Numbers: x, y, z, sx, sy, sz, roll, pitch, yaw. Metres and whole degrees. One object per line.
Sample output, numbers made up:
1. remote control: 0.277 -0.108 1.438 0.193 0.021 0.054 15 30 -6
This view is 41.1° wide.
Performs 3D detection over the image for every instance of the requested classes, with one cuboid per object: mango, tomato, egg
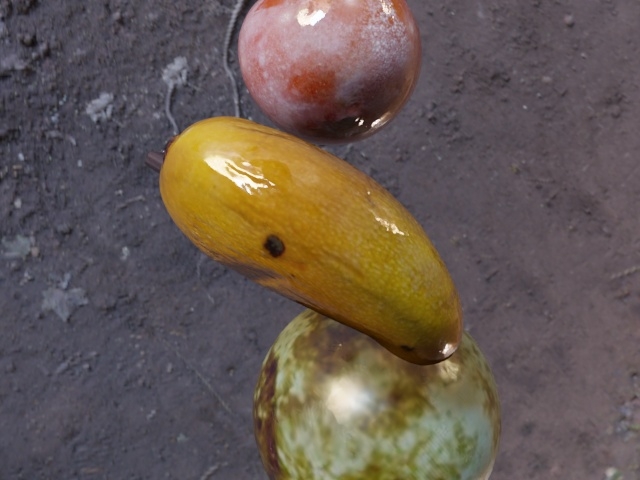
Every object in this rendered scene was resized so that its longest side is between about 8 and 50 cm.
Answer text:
1. mango: 0.002 -0.005 0.629 0.262 0.157 0.109 30 74 -4
2. tomato: 0.019 -0.259 1.247 0.270 0.227 0.270 -8 151 -4
3. egg: 0.050 0.162 0.844 0.238 0.289 0.238 -3 107 -10

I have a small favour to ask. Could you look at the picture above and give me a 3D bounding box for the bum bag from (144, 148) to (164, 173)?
1. bum bag: -0.101 -0.071 0.940 0.159 0.109 0.026 0 109 -42
